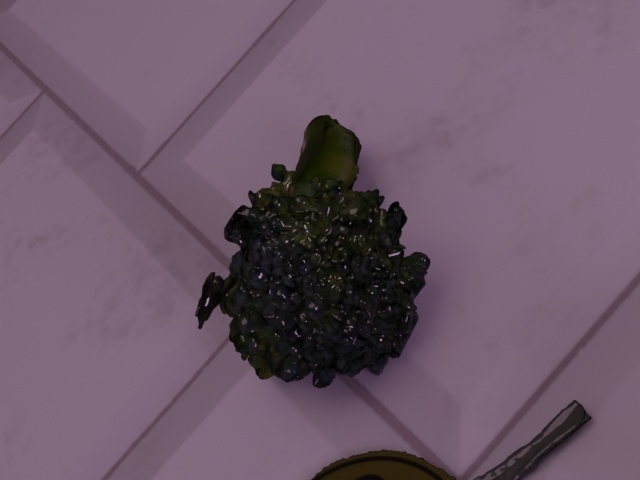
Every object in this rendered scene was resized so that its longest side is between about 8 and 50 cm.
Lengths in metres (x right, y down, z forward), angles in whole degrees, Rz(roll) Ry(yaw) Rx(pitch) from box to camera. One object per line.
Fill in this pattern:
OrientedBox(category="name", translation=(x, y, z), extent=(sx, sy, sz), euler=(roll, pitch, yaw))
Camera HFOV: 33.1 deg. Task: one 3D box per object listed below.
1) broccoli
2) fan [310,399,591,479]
OrientedBox(category="broccoli", translation=(-0.005, 0.019, 0.925), extent=(0.275, 0.177, 0.198), euler=(-92, 18, -69))
OrientedBox(category="fan", translation=(0.064, 0.232, 0.777), extent=(0.335, 0.011, 0.229), euler=(-42, 44, 7))
